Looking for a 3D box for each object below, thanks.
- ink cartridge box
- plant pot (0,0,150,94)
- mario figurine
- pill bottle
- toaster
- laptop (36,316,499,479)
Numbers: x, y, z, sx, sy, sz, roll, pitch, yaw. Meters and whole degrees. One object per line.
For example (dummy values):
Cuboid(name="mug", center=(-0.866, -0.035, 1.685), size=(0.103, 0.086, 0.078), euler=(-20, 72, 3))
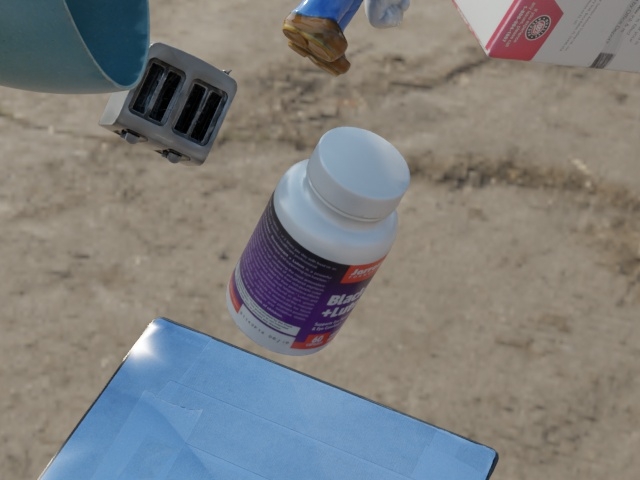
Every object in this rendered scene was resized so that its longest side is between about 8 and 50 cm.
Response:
Cuboid(name="ink cartridge box", center=(0.236, -0.224, 1.034), size=(0.218, 0.158, 0.092), euler=(2, 46, -33))
Cuboid(name="plant pot", center=(-0.288, -0.256, 1.120), size=(0.195, 0.290, 0.290), euler=(-10, 24, 9))
Cuboid(name="mario figurine", center=(0.096, -0.340, 1.509), size=(0.170, 0.320, 0.198), euler=(33, -1, -29))
Cuboid(name="pill bottle", center=(0.000, 0.000, 1.067), size=(0.108, 0.193, 0.108), euler=(15, 44, -15))
Cuboid(name="toaster", center=(-0.236, -0.224, 2.035), size=(0.168, 0.185, 0.110), euler=(25, -2, -24))
Cuboid(name="laptop", center=(-0.093, 0.215, 1.065), size=(0.382, 0.236, 0.408), euler=(19, -4, 17))
